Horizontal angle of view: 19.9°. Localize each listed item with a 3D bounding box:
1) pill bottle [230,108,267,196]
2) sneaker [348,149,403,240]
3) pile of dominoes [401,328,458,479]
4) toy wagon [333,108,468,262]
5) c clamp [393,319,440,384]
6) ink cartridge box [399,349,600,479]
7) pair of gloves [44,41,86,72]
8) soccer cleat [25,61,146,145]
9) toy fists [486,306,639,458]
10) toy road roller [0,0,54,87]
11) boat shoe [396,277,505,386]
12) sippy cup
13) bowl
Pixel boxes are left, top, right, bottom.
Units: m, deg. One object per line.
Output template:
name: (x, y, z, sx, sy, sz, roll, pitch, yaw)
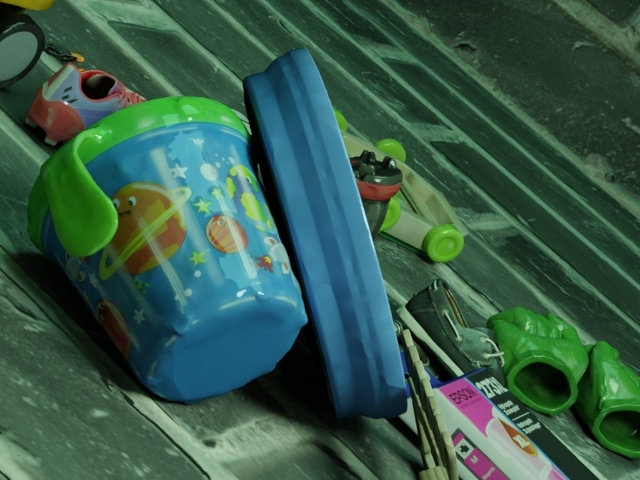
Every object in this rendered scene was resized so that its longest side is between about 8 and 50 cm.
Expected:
pill bottle: (-0.115, -0.090, 2.189, 0.108, 0.108, 0.180, 31, 18, -18)
sneaker: (-0.026, -0.068, 2.330, 0.276, 0.135, 0.097, 20, 20, 30)
pile of dominoes: (0.101, 0.217, 1.796, 0.251, 0.040, 0.196, -109, -174, -61)
toy wagon: (0.058, -0.092, 2.599, 0.344, 0.068, 0.267, 25, 21, -32)
c clamp: (0.078, 0.120, 2.163, 0.137, 0.022, 0.161, 47, 19, 26)
ink cartridge box: (0.210, 0.242, 2.026, 0.371, 0.069, 0.176, 42, 18, 15)
pair of gloves: (-0.312, -0.224, 2.313, 0.083, 0.010, 0.074, 45, 19, 26)
soccer cleat: (-0.243, -0.152, 2.120, 0.083, 0.095, 0.248, 44, 19, 23)
toy fists: (0.335, 0.176, 2.401, 0.279, 0.096, 0.142, 27, 19, -25)
toy road roller: (-0.416, -0.332, 2.000, 0.202, 0.240, 0.329, 45, 19, 26)
boat shoe: (0.184, 0.140, 2.203, 0.233, 0.079, 0.084, 51, -3, 34)
sippy cup: (-0.130, 0.022, 1.719, 0.305, 0.240, 0.224, -8, 54, -33)
bowl: (0.000, 0.000, 1.870, 0.391, 0.077, 0.391, 164, -90, -87)
